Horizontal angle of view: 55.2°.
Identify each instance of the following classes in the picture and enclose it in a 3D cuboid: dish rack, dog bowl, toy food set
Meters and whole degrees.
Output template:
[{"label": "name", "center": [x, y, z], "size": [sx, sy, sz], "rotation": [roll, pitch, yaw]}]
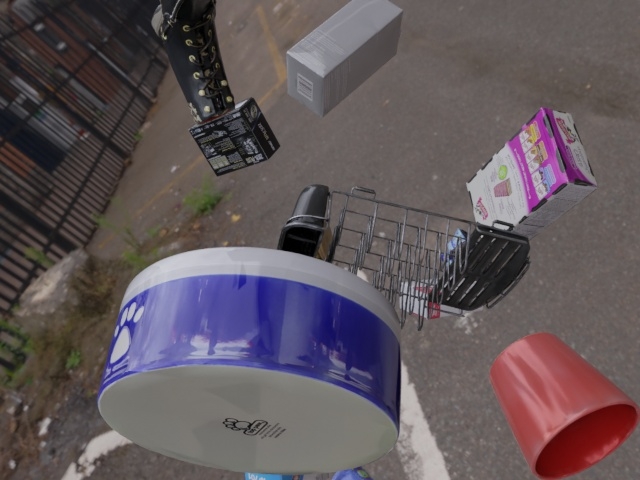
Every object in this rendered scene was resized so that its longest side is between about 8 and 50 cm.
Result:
[{"label": "dish rack", "center": [0.086, 0.035, 0.689], "size": [0.208, 0.271, 0.074], "rotation": [107, 175, -59]}, {"label": "dog bowl", "center": [-0.058, 0.123, 0.558], "size": [0.264, 0.265, 0.104], "rotation": [-29, 42, 36]}, {"label": "toy food set", "center": [0.000, 0.000, 1.709], "size": [0.038, 0.192, 0.132], "rotation": [-8, 11, 19]}]

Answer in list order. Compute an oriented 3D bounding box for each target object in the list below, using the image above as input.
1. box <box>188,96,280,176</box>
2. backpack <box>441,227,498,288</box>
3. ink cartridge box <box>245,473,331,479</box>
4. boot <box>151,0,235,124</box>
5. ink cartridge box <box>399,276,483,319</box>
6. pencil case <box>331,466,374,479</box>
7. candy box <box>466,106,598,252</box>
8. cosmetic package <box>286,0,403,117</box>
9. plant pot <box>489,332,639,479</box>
[{"label": "box", "center": [-0.219, -0.262, 1.562], "size": [0.180, 0.147, 0.077], "rotation": [-13, 28, 34]}, {"label": "backpack", "center": [0.430, 0.055, 1.801], "size": [0.117, 0.158, 0.173], "rotation": [-38, 35, 14]}, {"label": "ink cartridge box", "center": [-0.046, 0.425, 0.996], "size": [0.082, 0.191, 0.139], "rotation": [2, 8, 33]}, {"label": "boot", "center": [-0.167, -0.272, 0.881], "size": [0.085, 0.179, 0.236], "rotation": [-25, 9, -21]}, {"label": "ink cartridge box", "center": [0.266, 0.123, 1.342], "size": [0.109, 0.150, 0.063], "rotation": [-164, 71, -65]}, {"label": "pencil case", "center": [0.137, 0.665, 1.430], "size": [0.306, 0.119, 0.133], "rotation": [36, 103, 47]}, {"label": "candy box", "center": [0.369, -0.099, 1.099], "size": [0.233, 0.071, 0.159], "rotation": [129, 142, -52]}, {"label": "cosmetic package", "center": [0.049, -0.370, 1.206], "size": [0.238, 0.107, 0.127], "rotation": [-46, -18, -22]}, {"label": "plant pot", "center": [0.531, 0.360, 1.392], "size": [0.275, 0.275, 0.243], "rotation": [-42, 42, 13]}]
